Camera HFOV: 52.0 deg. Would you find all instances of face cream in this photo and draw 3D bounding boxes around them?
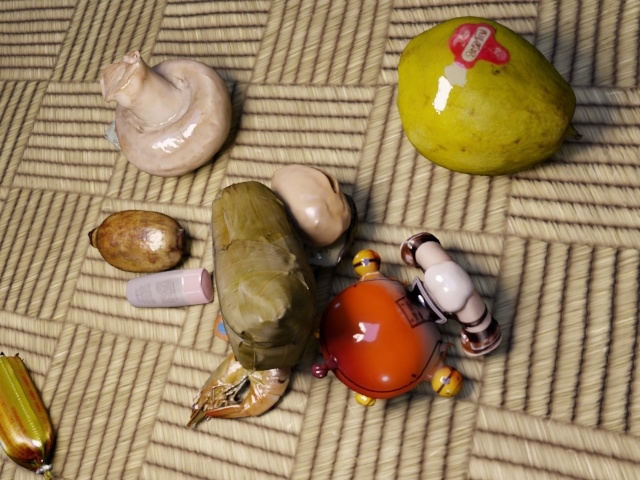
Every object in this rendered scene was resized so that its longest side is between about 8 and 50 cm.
[{"bbox_3d":[-0.340,0.109,1.482,0.198,0.057,0.084,-7,102,18],"label":"face cream"}]

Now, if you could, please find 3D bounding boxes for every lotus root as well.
[{"bbox_3d":[-0.426,0.000,1.512,0.260,0.128,0.145,3,101,19],"label":"lotus root"},{"bbox_3d":[0.002,-0.004,1.387,0.183,0.078,0.204,17,74,37],"label":"lotus root"}]

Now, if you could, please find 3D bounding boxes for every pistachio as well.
[{"bbox_3d":[-0.024,-0.077,1.316,0.223,0.126,0.152,47,125,41],"label":"pistachio"}]

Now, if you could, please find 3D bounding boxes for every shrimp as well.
[{"bbox_3d":[-0.171,0.306,1.352,0.267,0.061,0.145,-37,72,3],"label":"shrimp"}]

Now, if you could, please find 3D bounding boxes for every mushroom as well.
[{"bbox_3d":[-0.360,-0.301,1.509,0.297,0.290,0.297,-7,69,20],"label":"mushroom"}]

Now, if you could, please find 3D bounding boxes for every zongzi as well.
[{"bbox_3d":[-0.103,0.020,1.129,0.174,0.393,0.356,-11,71,-9],"label":"zongzi"}]

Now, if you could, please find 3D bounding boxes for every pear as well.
[{"bbox_3d":[0.320,-0.260,1.254,0.375,0.287,0.287,21,79,6],"label":"pear"}]

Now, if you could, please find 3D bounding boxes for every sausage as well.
[{"bbox_3d":[-0.671,0.402,1.478,0.125,0.117,0.317,-50,63,15],"label":"sausage"}]

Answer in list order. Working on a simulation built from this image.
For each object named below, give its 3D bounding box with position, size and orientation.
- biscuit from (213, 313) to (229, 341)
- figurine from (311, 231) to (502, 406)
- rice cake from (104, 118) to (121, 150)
[{"bbox_3d":[-0.145,0.055,1.378,0.205,0.049,0.324,-6,67,33],"label":"biscuit"},{"bbox_3d":[0.136,0.157,1.207,0.323,0.196,0.320,-37,72,5],"label":"figurine"},{"bbox_3d":[-0.462,-0.323,1.699,0.124,0.038,0.211,30,85,27],"label":"rice cake"}]
